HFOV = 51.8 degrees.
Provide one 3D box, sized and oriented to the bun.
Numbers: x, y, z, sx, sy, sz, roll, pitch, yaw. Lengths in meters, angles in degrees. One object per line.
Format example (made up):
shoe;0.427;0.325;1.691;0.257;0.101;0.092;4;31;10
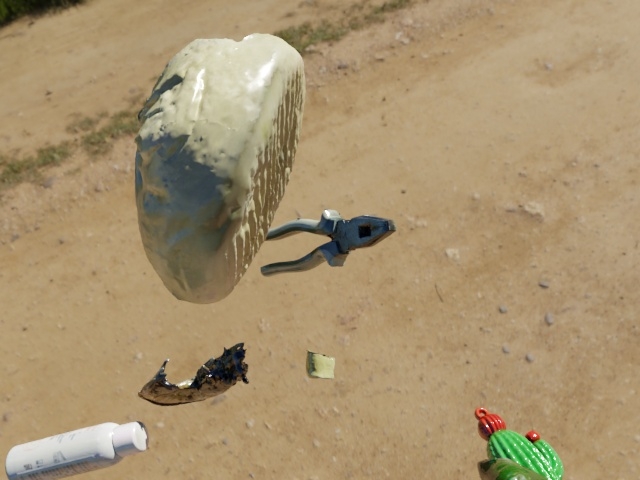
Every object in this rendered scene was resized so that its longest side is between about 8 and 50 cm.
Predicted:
bun;-0.089;-0.070;0.552;0.116;0.210;0.237;15;69;4

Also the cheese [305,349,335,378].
cheese;-0.005;0.265;1.399;0.084;0.041;0.060;-2;78;44

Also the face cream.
face cream;-0.446;0.392;1.224;0.268;0.082;0.082;-17;49;10

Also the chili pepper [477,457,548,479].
chili pepper;0.350;0.454;1.002;0.116;0.148;0.265;-24;83;-1

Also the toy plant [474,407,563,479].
toy plant;0.379;0.419;1.233;0.154;0.088;0.240;8;36;-5

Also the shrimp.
shrimp;-0.246;0.260;1.246;0.178;0.289;0.075;0;70;-32

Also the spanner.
spanner;0.000;0.000;1.091;0.324;0.040;0.096;-12;82;48
